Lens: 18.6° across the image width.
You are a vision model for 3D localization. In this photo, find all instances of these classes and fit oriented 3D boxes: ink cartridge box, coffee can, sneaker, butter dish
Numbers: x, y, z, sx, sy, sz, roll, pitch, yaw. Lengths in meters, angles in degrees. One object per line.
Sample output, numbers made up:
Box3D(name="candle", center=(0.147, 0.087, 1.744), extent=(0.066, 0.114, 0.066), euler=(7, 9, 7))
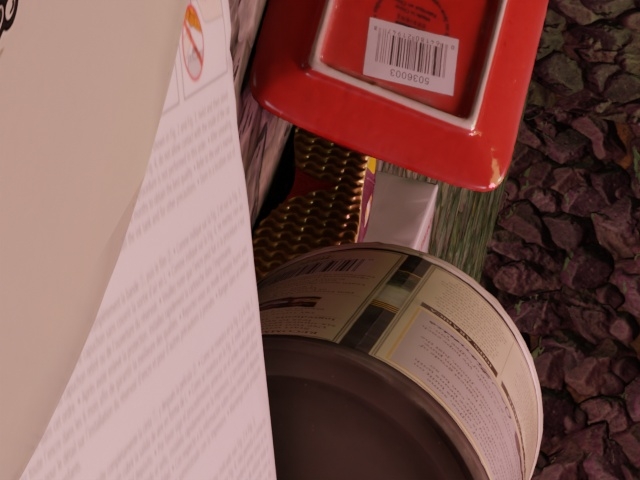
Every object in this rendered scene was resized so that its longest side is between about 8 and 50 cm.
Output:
Box3D(name="ink cartridge box", center=(-0.102, 0.021, 0.674), extent=(0.308, 0.091, 0.385), euler=(-50, 135, -71))
Box3D(name="coffee can", center=(0.005, 0.120, 0.989), extent=(0.275, 0.201, 0.201), euler=(-41, 142, -76))
Box3D(name="ink cartridge box", center=(0.027, 0.060, 1.470), extent=(0.139, 0.082, 0.190), euler=(-65, 167, -56))
Box3D(name="sneaker", center=(0.000, 0.000, 1.236), extent=(0.084, 0.069, 0.185), euler=(85, 19, -48))
Box3D(name="butter dish", center=(0.034, -0.109, 1.144), extent=(0.118, 0.160, 0.160), euler=(142, -34, -65))

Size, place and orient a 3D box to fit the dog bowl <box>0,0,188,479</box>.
Box3D(name="dog bowl", center=(-0.101, -0.065, 0.353), extent=(0.265, 0.104, 0.265), euler=(12, 90, -81))
